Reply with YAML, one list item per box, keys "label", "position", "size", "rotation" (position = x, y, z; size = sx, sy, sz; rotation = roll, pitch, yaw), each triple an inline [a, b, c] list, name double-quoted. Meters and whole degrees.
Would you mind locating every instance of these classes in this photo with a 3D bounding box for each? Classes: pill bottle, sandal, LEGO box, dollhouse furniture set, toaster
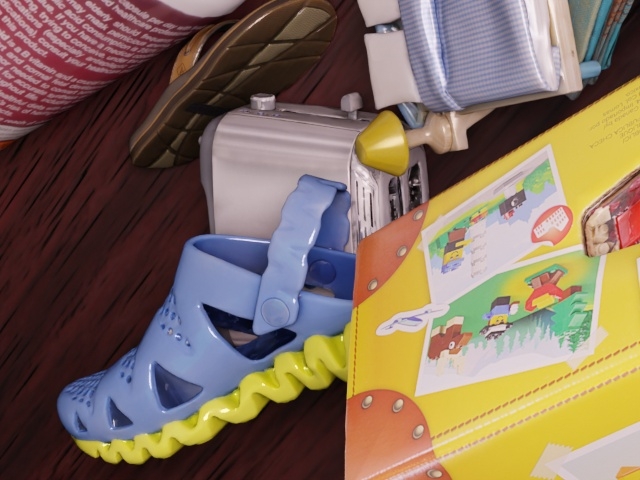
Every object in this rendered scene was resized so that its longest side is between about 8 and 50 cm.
- label: "pill bottle"
  position: [-0.183, -0.235, 1.072]
  size: [0.392, 0.224, 0.224]
  rotation: [-25, 88, 30]
- label: "sandal"
  position: [-0.080, -0.135, 1.134]
  size: [0.219, 0.090, 0.060]
  rotation: [-40, 59, 35]
- label: "LEGO box"
  position: [0.322, 0.052, 0.766]
  size: [0.500, 0.193, 0.372]
  rotation: [-31, 127, 32]
- label: "sandal"
  position: [-0.059, 0.054, 0.992]
  size: [0.317, 0.126, 0.138]
  rotation: [-26, 100, 20]
- label: "dollhouse furniture set"
  position: [0.038, -0.182, 0.801]
  size: [0.286, 0.198, 0.303]
  rotation: [-175, 74, -70]
- label: "toaster"
  position: [0.000, 0.000, 1.082]
  size: [0.146, 0.129, 0.227]
  rotation: [3, 105, 25]

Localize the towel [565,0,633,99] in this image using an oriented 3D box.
- label: "towel"
  position: [0.118, -0.309, 0.857]
  size: [0.271, 0.040, 0.370]
  rotation: [106, 146, -52]
